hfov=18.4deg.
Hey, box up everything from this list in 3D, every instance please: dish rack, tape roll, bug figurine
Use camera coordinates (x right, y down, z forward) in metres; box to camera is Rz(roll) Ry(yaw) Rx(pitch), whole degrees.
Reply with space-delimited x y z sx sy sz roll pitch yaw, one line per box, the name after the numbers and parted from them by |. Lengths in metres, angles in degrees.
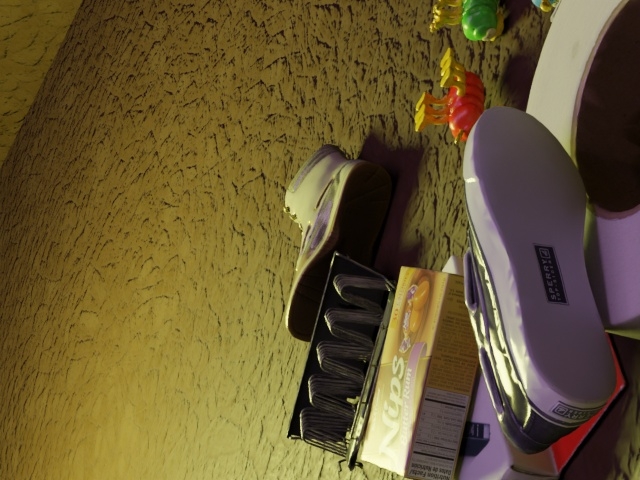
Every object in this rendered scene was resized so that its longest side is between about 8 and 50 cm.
0.027 0.125 2.013 0.271 0.074 0.208 -124 47 -86 | dish rack
0.282 -0.111 1.593 0.392 0.072 0.392 -166 90 -70 | tape roll
0.178 -0.230 1.929 0.279 0.072 0.216 120 160 -46 | bug figurine

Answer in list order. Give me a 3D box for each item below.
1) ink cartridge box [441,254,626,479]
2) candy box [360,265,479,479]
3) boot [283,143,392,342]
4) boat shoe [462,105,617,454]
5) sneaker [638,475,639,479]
0.164 0.112 1.776 0.275 0.060 0.239 -101 31 -48 | ink cartridge box
0.096 0.121 1.787 0.109 0.053 0.186 -170 94 -69 | candy box
0.000 0.000 2.233 0.213 0.077 0.165 -69 22 5 | boot
0.160 0.030 1.588 0.102 0.108 0.301 -52 39 45 | boat shoe
0.264 0.259 1.395 0.222 0.083 0.118 -116 44 -58 | sneaker
